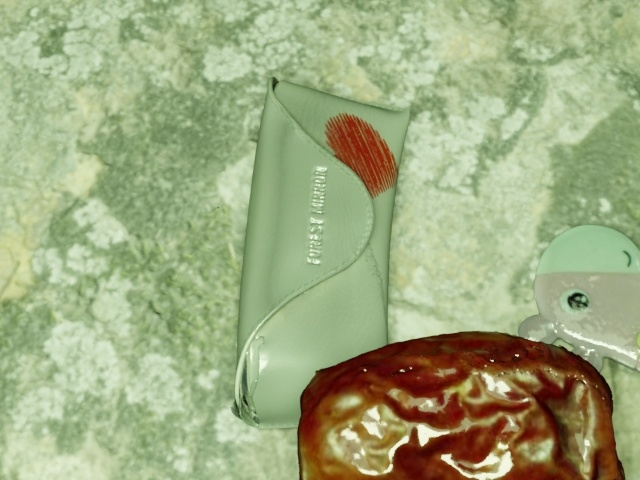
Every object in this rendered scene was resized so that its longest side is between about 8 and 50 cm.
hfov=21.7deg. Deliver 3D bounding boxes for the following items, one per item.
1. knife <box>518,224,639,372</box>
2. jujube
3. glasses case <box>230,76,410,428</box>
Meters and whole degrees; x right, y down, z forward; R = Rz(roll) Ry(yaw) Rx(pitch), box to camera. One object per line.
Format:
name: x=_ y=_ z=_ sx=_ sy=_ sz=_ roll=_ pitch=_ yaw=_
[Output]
knife: x=0.348 y=0.111 z=1.325 sx=0.399 sy=0.038 sz=0.132 roll=27 pitch=72 yaw=12
jujube: x=0.105 y=0.159 z=1.242 sx=0.243 sy=0.183 sz=0.183 roll=-2 pitch=66 yaw=0
glasses case: x=0.002 y=0.000 z=1.358 sx=0.128 sy=0.083 sz=0.308 roll=3 pitch=66 yaw=4
